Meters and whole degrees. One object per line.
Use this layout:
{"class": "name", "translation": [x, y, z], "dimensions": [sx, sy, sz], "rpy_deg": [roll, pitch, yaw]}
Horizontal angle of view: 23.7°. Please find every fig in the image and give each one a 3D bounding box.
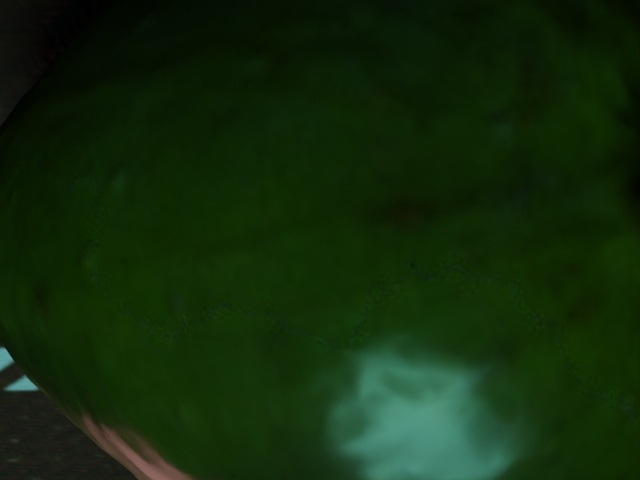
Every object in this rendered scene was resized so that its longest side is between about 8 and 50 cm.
{"class": "fig", "translation": [0.000, 0.000, 0.594], "dimensions": [0.326, 0.258, 0.258], "rpy_deg": [-5, 147, 34]}
